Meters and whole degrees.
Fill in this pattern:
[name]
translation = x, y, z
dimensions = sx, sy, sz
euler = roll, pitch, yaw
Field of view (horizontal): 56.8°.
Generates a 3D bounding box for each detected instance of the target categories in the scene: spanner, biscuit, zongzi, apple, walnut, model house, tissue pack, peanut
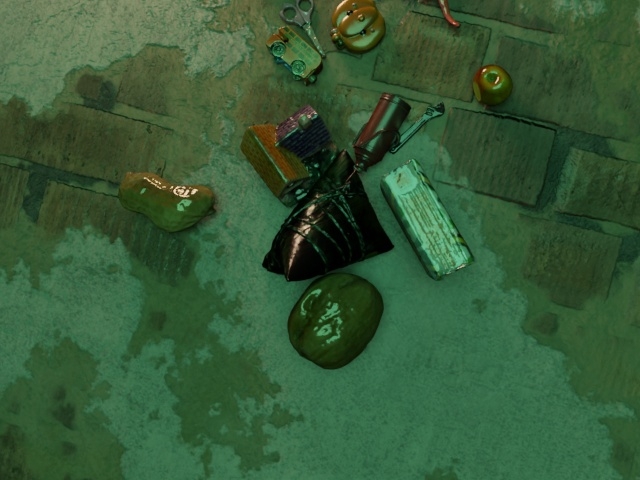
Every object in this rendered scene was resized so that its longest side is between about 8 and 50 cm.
[spanner]
translation = 0.279, -0.326, 1.715
dimensions = 0.208, 0.012, 0.046
euler = -43, 85, 3
[biscuit]
translation = 0.102, -0.629, 1.728
dimensions = 0.170, 0.050, 0.170
euler = 0, 87, 7
[zongzi]
translation = 0.000, 0.000, 1.568
dimensions = 0.384, 0.362, 0.319
euler = -33, 103, 2
[apple]
translation = 0.482, -0.436, 1.651
dimensions = 0.099, 0.102, 0.114
euler = -16, 85, 7
[walnut]
translation = 0.038, 0.210, 1.613
dimensions = 0.227, 0.283, 0.283
euler = 36, 92, 47
[model house]
translation = -0.074, -0.236, 1.639
dimensions = 0.237, 0.237, 0.202
euler = -31, 83, 4
[tissue pack]
translation = 0.281, -0.051, 1.595
dimensions = 0.128, 0.228, 0.310
euler = -29, 85, 6
[peanut]
translation = -0.454, -0.108, 1.723
dimensions = 0.291, 0.143, 0.159
euler = 14, 79, 9

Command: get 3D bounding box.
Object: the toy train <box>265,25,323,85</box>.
[toy train]
translation = -0.071, -0.539, 1.735
dimensions = 0.188, 0.072, 0.099
euler = 43, 87, 7

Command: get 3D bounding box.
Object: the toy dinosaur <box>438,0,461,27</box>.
[toy dinosaur]
translation = 0.355, -0.751, 1.711
dimensions = 0.139, 0.070, 0.286
euler = -36, 86, -18

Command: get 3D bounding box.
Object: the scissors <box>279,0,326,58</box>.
[scissors]
translation = -0.037, -0.630, 1.758
dimensions = 0.110, 0.021, 0.212
euler = -29, 85, 1

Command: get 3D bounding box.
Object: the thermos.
[thermos]
translation = 0.159, -0.298, 1.690
dimensions = 0.124, 0.099, 0.232
euler = 32, 94, 38
